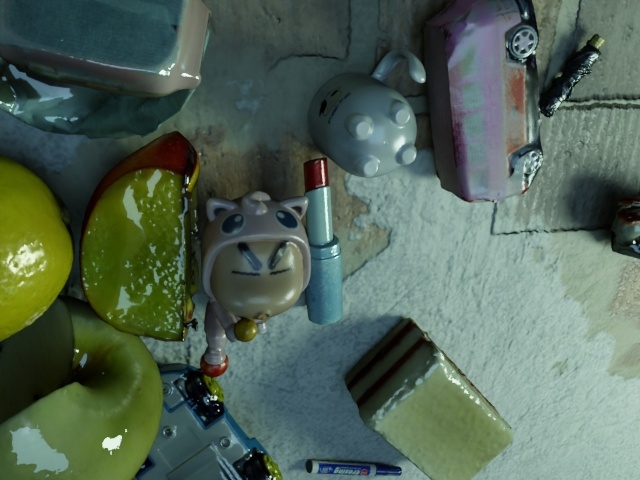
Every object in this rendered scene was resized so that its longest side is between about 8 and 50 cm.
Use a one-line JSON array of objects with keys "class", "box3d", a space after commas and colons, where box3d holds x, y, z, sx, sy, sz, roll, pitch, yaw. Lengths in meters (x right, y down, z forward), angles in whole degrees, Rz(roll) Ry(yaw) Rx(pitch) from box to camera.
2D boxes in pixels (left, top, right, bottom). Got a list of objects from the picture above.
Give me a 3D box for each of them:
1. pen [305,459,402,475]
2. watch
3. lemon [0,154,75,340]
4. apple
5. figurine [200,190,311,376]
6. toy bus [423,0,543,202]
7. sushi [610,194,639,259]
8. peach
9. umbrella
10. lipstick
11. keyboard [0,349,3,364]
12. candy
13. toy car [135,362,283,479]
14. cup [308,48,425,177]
[{"class": "pen", "box3d": [0.068, 0.444, 1.246, 0.204, 0.025, 0.025, 12, 109, -23]}, {"class": "watch", "box3d": [-0.263, -0.197, 0.714, 0.253, 0.241, 0.162, 12, 67, -14]}, {"class": "lemon", "box3d": [-0.410, 0.001, 0.763, 0.219, 0.240, 0.240, -29, 121, -22]}, {"class": "apple", "box3d": [-0.345, 0.243, 0.856, 0.233, 0.295, 0.258, 33, 116, -22]}, {"class": "figurine", "box3d": [-0.091, 0.066, 0.910, 0.176, 0.186, 0.287, 0, 129, -26]}, {"class": "toy bus", "box3d": [0.239, -0.206, 0.945, 0.147, 0.127, 0.303, -17, 118, -7]}, {"class": "sushi", "box3d": [0.652, -0.004, 1.184, 0.332, 0.124, 0.130, 10, 99, -21]}, {"class": "peach", "box3d": [-0.238, -0.012, 0.853, 0.153, 0.159, 0.267, 0, 101, -9]}, {"class": "umbrella", "box3d": [0.402, -0.263, 1.026, 0.040, 0.037, 0.144, 30, 104, -22]}, {"class": "lipstick", "box3d": [0.000, 0.000, 0.991, 0.061, 0.068, 0.274, -16, 119, -23]}, {"class": "keyboard", "box3d": [-0.497, 0.142, 0.919, 0.055, 0.017, 0.166, -16, 118, -16]}, {"class": "candy", "box3d": [0.203, 0.310, 1.169, 0.179, 0.135, 0.321, -41, 119, 4]}, {"class": "toy car", "box3d": [-0.198, 0.336, 1.034, 0.198, 0.166, 0.314, -37, 91, 0]}, {"class": "cup", "box3d": [0.083, -0.168, 0.901, 0.173, 0.142, 0.134, -33, 119, -3]}]
